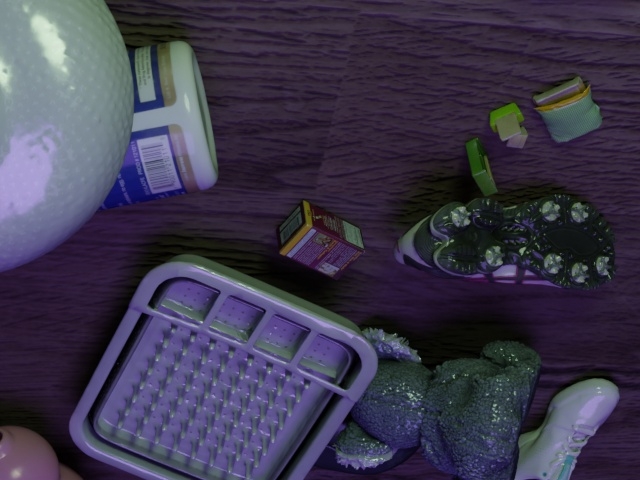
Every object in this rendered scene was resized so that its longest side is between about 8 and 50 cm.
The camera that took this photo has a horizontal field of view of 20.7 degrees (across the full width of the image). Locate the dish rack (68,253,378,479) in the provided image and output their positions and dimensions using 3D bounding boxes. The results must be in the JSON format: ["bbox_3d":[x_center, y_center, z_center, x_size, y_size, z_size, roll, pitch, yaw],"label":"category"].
[{"bbox_3d":[-0.115,0.163,2.041,0.285,0.072,0.333,23,125,-11],"label":"dish rack"}]

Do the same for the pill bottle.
[{"bbox_3d":[-0.244,-0.102,1.747,0.265,0.153,0.153,-11,134,1],"label":"pill bottle"}]

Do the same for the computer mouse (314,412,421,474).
[{"bbox_3d":[0.009,0.241,2.168,0.272,0.072,0.188,9,130,-17],"label":"computer mouse"}]

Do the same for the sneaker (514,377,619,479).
[{"bbox_3d":[0.307,0.265,2.225,0.080,0.094,0.212,26,124,-28],"label":"sneaker"}]

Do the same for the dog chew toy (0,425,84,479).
[{"bbox_3d":[-0.354,0.362,2.144,0.206,0.206,0.332,-12,126,2],"label":"dog chew toy"}]

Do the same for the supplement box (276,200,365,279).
[{"bbox_3d":[0.000,0.000,1.959,0.083,0.043,0.055,26,124,-29],"label":"supplement box"}]

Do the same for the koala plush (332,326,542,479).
[{"bbox_3d":[0.132,0.199,2.072,0.221,0.203,0.196,14,92,11],"label":"koala plush"}]

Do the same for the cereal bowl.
[{"bbox_3d":[-0.348,-0.123,1.604,0.339,0.141,0.339,2,102,9],"label":"cereal bowl"}]

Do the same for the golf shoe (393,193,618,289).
[{"bbox_3d":[0.213,0.003,1.977,0.273,0.105,0.120,7,169,-31],"label":"golf shoe"}]

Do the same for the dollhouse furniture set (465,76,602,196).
[{"bbox_3d":[0.232,-0.109,1.884,0.152,0.058,0.076,-23,133,13],"label":"dollhouse furniture set"}]
